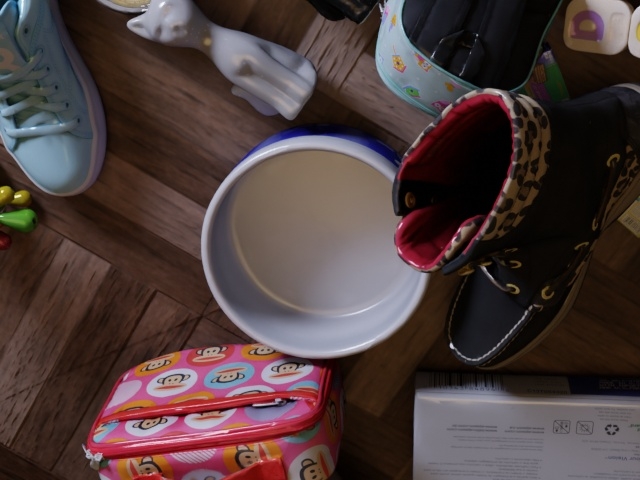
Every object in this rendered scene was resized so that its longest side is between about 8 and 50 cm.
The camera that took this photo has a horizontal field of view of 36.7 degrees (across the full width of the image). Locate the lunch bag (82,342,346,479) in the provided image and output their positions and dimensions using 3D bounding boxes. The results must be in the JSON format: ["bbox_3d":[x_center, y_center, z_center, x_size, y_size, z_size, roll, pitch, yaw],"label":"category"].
[{"bbox_3d":[-0.121,0.226,1.147,0.293,0.258,0.120,-9,110,10],"label":"lunch bag"}]

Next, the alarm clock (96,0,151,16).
[{"bbox_3d":[-0.191,-0.331,1.048,0.129,0.064,0.192,31,114,-5],"label":"alarm clock"}]

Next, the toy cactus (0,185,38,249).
[{"bbox_3d":[-0.451,-0.047,1.135,0.219,0.180,0.112,37,131,-2],"label":"toy cactus"}]

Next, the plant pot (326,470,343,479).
[{"bbox_3d":[-0.057,0.328,1.233,0.238,0.237,0.109,-4,68,8],"label":"plant pot"}]

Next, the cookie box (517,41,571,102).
[{"bbox_3d":[0.221,-0.157,1.078,0.107,0.040,0.091,-21,108,15],"label":"cookie box"}]

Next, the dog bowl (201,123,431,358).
[{"bbox_3d":[0.000,0.000,1.130,0.265,0.104,0.264,2,111,6],"label":"dog bowl"}]

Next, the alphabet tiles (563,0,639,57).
[{"bbox_3d":[0.324,-0.322,0.948,0.278,0.021,0.284,16,115,30],"label":"alphabet tiles"}]

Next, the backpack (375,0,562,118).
[{"bbox_3d":[0.139,-0.209,0.975,0.166,0.188,0.144,27,146,-12],"label":"backpack"}]

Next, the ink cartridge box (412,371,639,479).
[{"bbox_3d":[0.280,0.327,1.241,0.324,0.071,0.330,1,114,6],"label":"ink cartridge box"}]

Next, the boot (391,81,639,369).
[{"bbox_3d":[0.180,-0.003,0.994,0.138,0.284,0.377,51,125,29],"label":"boot"}]

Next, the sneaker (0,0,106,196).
[{"bbox_3d":[-0.349,-0.207,1.068,0.135,0.150,0.365,-11,109,12],"label":"sneaker"}]

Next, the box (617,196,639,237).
[{"bbox_3d":[0.383,-0.102,1.080,0.105,0.043,0.179,40,112,-8],"label":"box"}]

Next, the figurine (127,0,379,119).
[{"bbox_3d":[-0.074,-0.256,1.024,0.210,0.092,0.215,29,113,-20],"label":"figurine"}]
